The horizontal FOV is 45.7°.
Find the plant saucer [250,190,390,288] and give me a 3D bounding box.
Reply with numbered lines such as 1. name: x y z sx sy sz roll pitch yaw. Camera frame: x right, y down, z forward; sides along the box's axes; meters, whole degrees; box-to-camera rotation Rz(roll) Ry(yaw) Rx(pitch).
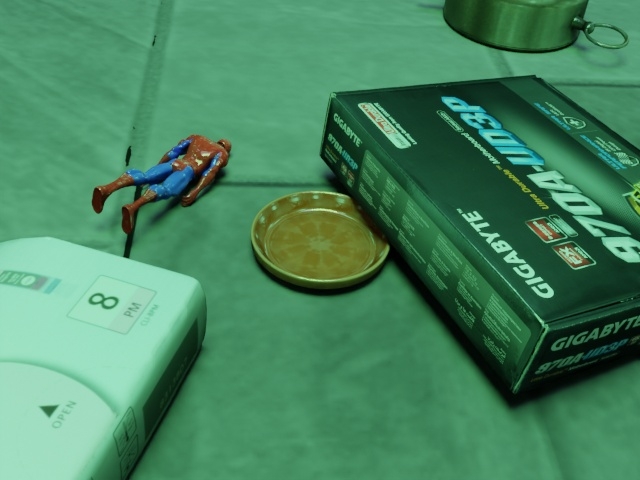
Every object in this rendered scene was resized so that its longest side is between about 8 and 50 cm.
1. plant saucer: 0.000 0.000 0.456 0.083 0.013 0.083 2 40 -2

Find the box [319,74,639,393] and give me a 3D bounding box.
1. box: 0.125 -0.023 0.458 0.175 0.051 0.220 -10 43 -25

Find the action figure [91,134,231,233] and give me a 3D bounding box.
1. action figure: -0.093 -0.041 0.483 0.038 0.030 0.115 29 41 18

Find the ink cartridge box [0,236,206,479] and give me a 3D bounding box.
1. ink cartridge box: -0.193 0.064 0.332 0.232 0.066 0.189 17 42 8

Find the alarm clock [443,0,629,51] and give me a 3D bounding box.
1. alarm clock: 0.197 -0.221 0.700 0.129 0.064 0.192 -31 55 -35
